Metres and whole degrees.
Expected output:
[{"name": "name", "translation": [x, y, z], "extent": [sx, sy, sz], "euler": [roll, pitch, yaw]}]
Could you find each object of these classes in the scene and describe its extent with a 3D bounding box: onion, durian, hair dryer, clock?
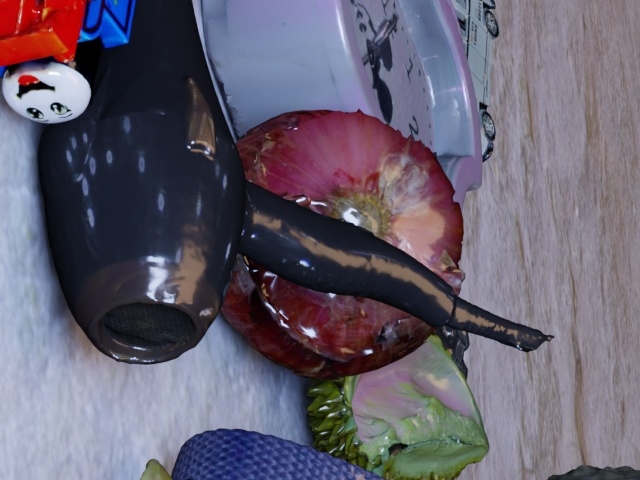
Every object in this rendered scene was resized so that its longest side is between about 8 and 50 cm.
[{"name": "onion", "translation": [0.000, 0.000, 1.305], "extent": [0.147, 0.184, 0.184], "euler": [-174, -109, -68]}, {"name": "durian", "translation": [0.037, 0.123, 1.414], "extent": [0.137, 0.095, 0.220], "euler": [67, 19, 12]}, {"name": "hair dryer", "translation": [-0.006, -0.022, 1.183], "extent": [0.359, 0.120, 0.304], "euler": [25, 40, -28]}, {"name": "clock", "translation": [0.023, -0.146, 1.481], "extent": [0.338, 0.102, 0.338], "euler": [-10, 90, -70]}]

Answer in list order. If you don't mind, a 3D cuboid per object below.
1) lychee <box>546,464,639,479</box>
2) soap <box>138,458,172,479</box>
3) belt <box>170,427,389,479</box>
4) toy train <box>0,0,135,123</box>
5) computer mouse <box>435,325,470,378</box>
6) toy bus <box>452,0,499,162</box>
[{"name": "lychee", "translation": [0.224, 0.304, 1.575], "extent": [0.255, 0.274, 0.255], "euler": [170, -90, -78]}, {"name": "soap", "translation": [-0.065, 0.331, 0.984], "extent": [0.427, 0.115, 0.306], "euler": [63, 38, -35]}, {"name": "belt", "translation": [0.001, 0.210, 1.148], "extent": [0.230, 0.139, 0.126], "euler": [33, 52, -29]}, {"name": "toy train", "translation": [-0.142, -0.157, 1.073], "extent": [0.131, 0.082, 0.204], "euler": [56, 32, -48]}, {"name": "computer mouse", "translation": [0.085, 0.095, 1.592], "extent": [0.106, 0.062, 0.192], "euler": [54, 32, -49]}, {"name": "toy bus", "translation": [0.099, -0.152, 1.708], "extent": [0.089, 0.087, 0.194], "euler": [43, 42, -44]}]
